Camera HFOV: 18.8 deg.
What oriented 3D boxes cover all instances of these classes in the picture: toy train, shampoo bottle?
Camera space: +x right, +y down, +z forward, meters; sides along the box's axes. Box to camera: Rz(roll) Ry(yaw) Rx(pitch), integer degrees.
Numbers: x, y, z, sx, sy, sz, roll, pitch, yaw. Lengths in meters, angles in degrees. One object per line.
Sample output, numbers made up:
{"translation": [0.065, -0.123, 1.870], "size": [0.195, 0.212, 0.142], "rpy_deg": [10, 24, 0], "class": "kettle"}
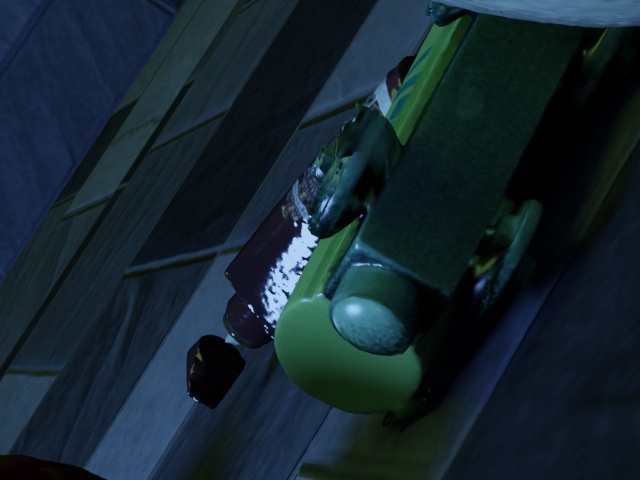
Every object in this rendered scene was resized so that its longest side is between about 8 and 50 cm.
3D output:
{"translation": [0.057, -0.033, 0.869], "size": [0.253, 0.105, 0.157], "rpy_deg": [-62, 0, -35], "class": "toy train"}
{"translation": [0.001, 0.002, 1.054], "size": [0.236, 0.067, 0.068], "rpy_deg": [-49, -5, 34], "class": "shampoo bottle"}

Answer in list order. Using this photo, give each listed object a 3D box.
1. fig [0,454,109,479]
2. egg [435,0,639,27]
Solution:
{"translation": [-0.102, 0.192, 0.815], "size": [0.175, 0.207, 0.175], "rpy_deg": [-16, 46, 18], "class": "fig"}
{"translation": [0.156, -0.195, 0.643], "size": [0.337, 0.201, 0.337], "rpy_deg": [-57, -15, -25], "class": "egg"}
